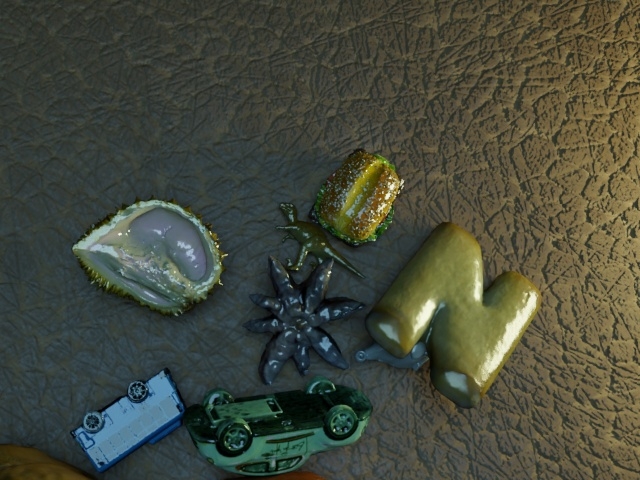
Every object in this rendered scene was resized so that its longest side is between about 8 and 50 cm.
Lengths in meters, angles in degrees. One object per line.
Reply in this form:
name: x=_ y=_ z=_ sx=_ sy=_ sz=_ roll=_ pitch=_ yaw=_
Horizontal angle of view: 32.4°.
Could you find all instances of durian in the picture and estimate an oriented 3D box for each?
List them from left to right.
durian: x=-0.277 y=0.025 z=1.844 sx=0.249 sy=0.138 sz=0.183 roll=21 pitch=78 yaw=-4

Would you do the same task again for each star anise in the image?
star anise: x=-0.034 y=0.138 z=1.859 sx=0.229 sy=0.093 sz=0.236 roll=40 pitch=92 yaw=-7

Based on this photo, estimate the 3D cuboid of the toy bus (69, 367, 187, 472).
toy bus: x=-0.308 y=0.295 z=1.820 sx=0.184 sy=0.090 sz=0.106 roll=-34 pitch=85 yaw=-7

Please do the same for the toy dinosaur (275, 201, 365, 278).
toy dinosaur: x=0.000 y=0.000 z=1.922 sx=0.162 sy=0.039 sz=0.126 roll=4 pitch=79 yaw=-6

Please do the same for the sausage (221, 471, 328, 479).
sausage: x=-0.075 y=0.454 z=1.779 sx=0.268 sy=0.141 sz=0.153 roll=-4 pitch=93 yaw=-4

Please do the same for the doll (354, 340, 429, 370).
doll: x=0.163 y=0.171 z=1.890 sx=0.227 sy=0.075 sz=0.102 roll=-12 pitch=65 yaw=-18

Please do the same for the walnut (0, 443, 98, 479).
walnut: x=-0.483 y=0.490 z=1.643 sx=0.398 sy=0.354 sz=0.308 roll=-35 pitch=109 yaw=-17

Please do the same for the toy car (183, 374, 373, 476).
toy car: x=-0.067 y=0.309 z=1.789 sx=0.306 sy=0.136 sz=0.125 roll=-4 pitch=108 yaw=-18

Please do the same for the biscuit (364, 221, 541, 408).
biscuit: x=0.232 y=0.119 z=1.863 sx=0.237 sy=0.062 sz=0.291 roll=40 pitch=55 yaw=4

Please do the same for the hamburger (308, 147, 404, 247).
hamburger: x=0.070 y=-0.076 z=1.914 sx=0.137 sy=0.087 sz=0.166 roll=35 pitch=79 yaw=1
